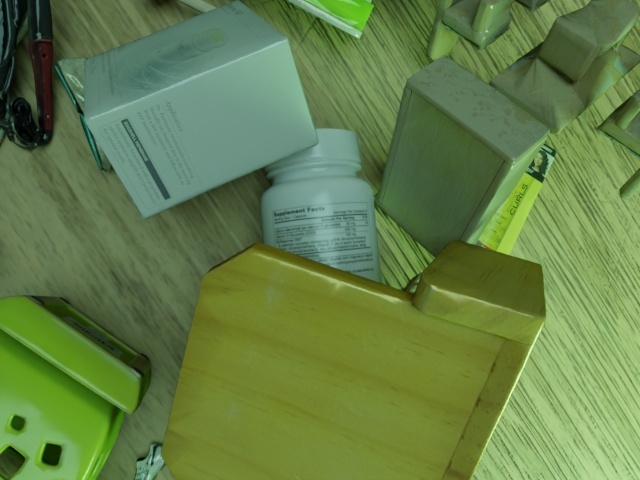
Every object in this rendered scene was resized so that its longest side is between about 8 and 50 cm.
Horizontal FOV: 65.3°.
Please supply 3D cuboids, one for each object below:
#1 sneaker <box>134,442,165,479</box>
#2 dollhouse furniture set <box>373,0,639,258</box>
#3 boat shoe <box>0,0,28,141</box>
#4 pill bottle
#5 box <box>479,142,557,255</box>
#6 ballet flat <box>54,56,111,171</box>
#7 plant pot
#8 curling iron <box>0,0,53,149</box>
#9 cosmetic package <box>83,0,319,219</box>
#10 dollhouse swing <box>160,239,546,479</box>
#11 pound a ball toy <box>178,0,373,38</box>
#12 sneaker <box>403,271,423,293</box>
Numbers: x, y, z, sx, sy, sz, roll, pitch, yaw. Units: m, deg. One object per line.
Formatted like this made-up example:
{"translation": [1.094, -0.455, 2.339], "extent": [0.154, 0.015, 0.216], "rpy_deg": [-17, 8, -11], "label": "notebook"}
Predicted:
{"translation": [-0.247, 0.325, 0.701], "extent": [0.037, 0.032, 0.083], "rpy_deg": [34, 76, 6], "label": "sneaker"}
{"translation": [0.287, -0.176, 0.716], "extent": [0.394, 0.256, 0.362], "rpy_deg": [-37, 69, -22], "label": "dollhouse furniture set"}
{"translation": [-0.462, -0.238, 0.642], "extent": [0.127, 0.113, 0.340], "rpy_deg": [22, 83, -10], "label": "boat shoe"}
{"translation": [0.000, 0.000, 0.696], "extent": [0.160, 0.160, 0.283], "rpy_deg": [-5, 88, -11], "label": "pill bottle"}
{"translation": [0.287, -0.061, 0.806], "extent": [0.087, 0.058, 0.232], "rpy_deg": [30, 82, -9], "label": "box"}
{"translation": [-0.315, -0.181, 0.699], "extent": [0.052, 0.057, 0.168], "rpy_deg": [-24, 92, -21], "label": "ballet flat"}
{"translation": [-0.337, 0.193, 0.594], "extent": [0.228, 0.227, 0.207], "rpy_deg": [38, 75, -6], "label": "plant pot"}
{"translation": [-0.375, -0.253, 0.654], "extent": [0.035, 0.068, 0.274], "rpy_deg": [16, 103, 14], "label": "curling iron"}
{"translation": [-0.154, -0.176, 0.620], "extent": [0.224, 0.224, 0.138], "rpy_deg": [-24, 130, -8], "label": "cosmetic package"}
{"translation": [0.047, 0.157, 0.598], "extent": [0.304, 0.315, 0.347], "rpy_deg": [22, 108, 18], "label": "dollhouse swing"}
{"translation": [-0.077, -0.394, 0.733], "extent": [0.319, 0.136, 0.208], "rpy_deg": [23, 113, -12], "label": "pound a ball toy"}
{"translation": [0.129, 0.152, 0.753], "extent": [0.084, 0.083, 0.215], "rpy_deg": [19, 82, -17], "label": "sneaker"}
